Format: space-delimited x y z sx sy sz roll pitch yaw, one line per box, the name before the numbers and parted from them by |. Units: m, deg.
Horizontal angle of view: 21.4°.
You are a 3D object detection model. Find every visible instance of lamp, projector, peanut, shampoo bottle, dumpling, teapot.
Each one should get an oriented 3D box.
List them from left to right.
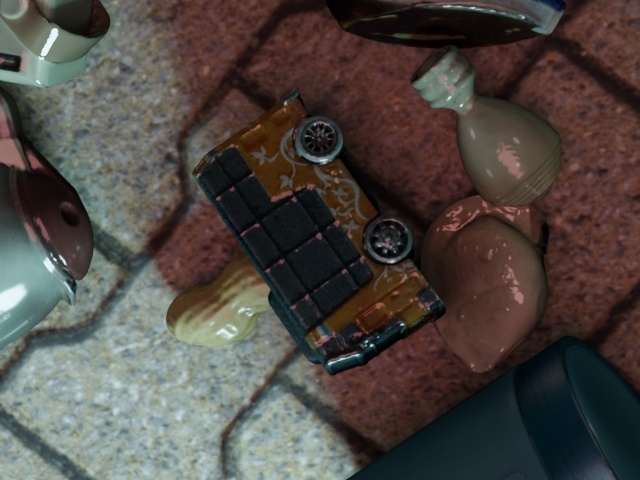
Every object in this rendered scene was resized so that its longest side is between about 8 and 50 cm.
teapot | -0.417 -0.015 1.856 0.312 0.233 0.314 -22 95 6
projector | -0.346 -0.268 1.808 0.243 0.163 0.177 12 106 11
peanut | -0.086 0.062 1.888 0.187 0.082 0.082 -33 96 13
dumpling | 0.176 0.041 1.829 0.150 0.092 0.176 19 114 25
lamp | 0.175 -0.118 1.776 0.106 0.106 0.193 -38 102 16
shampoo bottle | 0.207 0.327 1.770 0.343 0.331 0.331 -36 95 16

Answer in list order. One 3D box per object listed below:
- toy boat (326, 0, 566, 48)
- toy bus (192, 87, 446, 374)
toy boat | 0.124 -0.269 1.761 0.262 0.114 0.115 2 70 7
toy bus | 0.000 0.000 1.782 0.167 0.138 0.275 -35 82 -2
